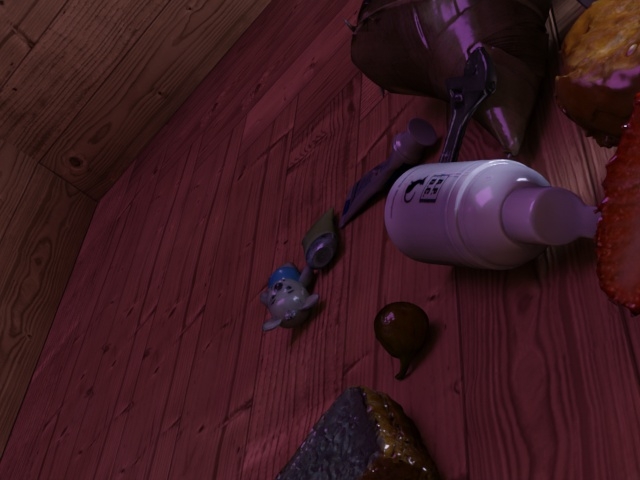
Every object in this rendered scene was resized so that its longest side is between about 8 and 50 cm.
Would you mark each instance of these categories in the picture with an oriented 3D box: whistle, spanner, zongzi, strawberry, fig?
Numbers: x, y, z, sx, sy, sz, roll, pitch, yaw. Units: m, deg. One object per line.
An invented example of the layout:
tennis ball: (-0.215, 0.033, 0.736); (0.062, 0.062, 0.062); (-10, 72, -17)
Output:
whistle: (-0.059, 0.086, 2.220); (0.114, 0.077, 0.235); (-32, 19, 7)
spanner: (0.191, -0.127, 1.853); (0.093, 0.026, 0.325); (38, 121, 48)
zongzi: (0.163, -0.253, 2.059); (0.500, 0.218, 0.467); (-33, 38, 52)
strawberry: (0.381, -0.059, 1.279); (0.106, 0.188, 0.286); (-26, -31, -55)
fig: (0.112, 0.131, 1.730); (0.084, 0.082, 0.098); (-42, 50, 46)

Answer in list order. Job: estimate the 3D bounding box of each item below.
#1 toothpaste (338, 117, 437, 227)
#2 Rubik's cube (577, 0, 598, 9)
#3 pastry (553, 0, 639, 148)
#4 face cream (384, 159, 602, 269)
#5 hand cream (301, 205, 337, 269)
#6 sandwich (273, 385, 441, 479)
toothpaste: (0.109, -0.118, 2.209); (0.266, 0.061, 0.096); (-44, 21, 48)
Rubik's cube: (0.430, -0.464, 1.711); (0.237, 0.238, 0.237); (-23, 38, 60)
pastry: (0.416, -0.203, 1.418); (0.311, 0.162, 0.255); (-9, 37, 51)
face cream: (0.220, -0.035, 1.628); (0.145, 0.145, 0.370); (-58, 18, -11)
hand cream: (0.000, 0.000, 2.271); (0.095, 0.046, 0.175); (-51, 12, 13)
sandwich: (0.009, 0.333, 1.583); (0.301, 0.099, 0.271); (-54, 18, 6)
